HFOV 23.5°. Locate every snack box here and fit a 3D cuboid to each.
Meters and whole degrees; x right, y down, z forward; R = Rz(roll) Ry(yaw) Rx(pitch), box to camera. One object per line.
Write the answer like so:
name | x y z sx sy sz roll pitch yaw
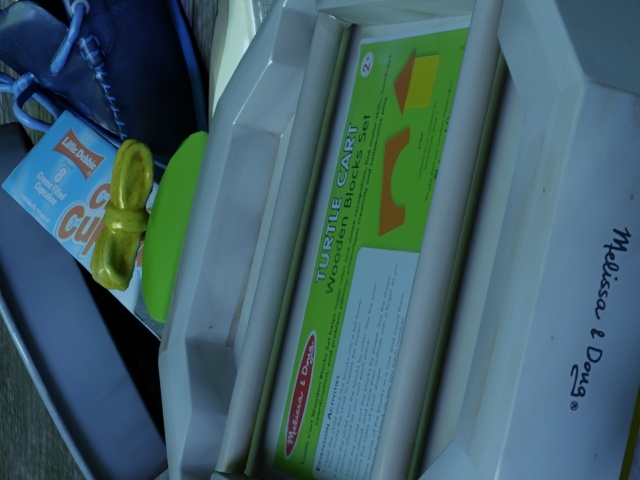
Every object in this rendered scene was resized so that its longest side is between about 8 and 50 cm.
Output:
snack box | -0.011 0.062 0.756 0.322 0.060 0.187 38 178 44

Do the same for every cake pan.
cake pan | -0.173 0.046 1.037 0.293 0.054 0.293 155 90 -84

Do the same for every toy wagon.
toy wagon | 0.000 0.000 0.549 0.344 0.068 0.267 9 85 66

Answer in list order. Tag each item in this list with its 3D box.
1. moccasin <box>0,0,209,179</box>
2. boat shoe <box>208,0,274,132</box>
moccasin | -0.161 -0.141 0.930 0.138 0.117 0.342 0 108 60
boat shoe | 0.007 -0.140 0.680 0.098 0.109 0.302 9 112 18
